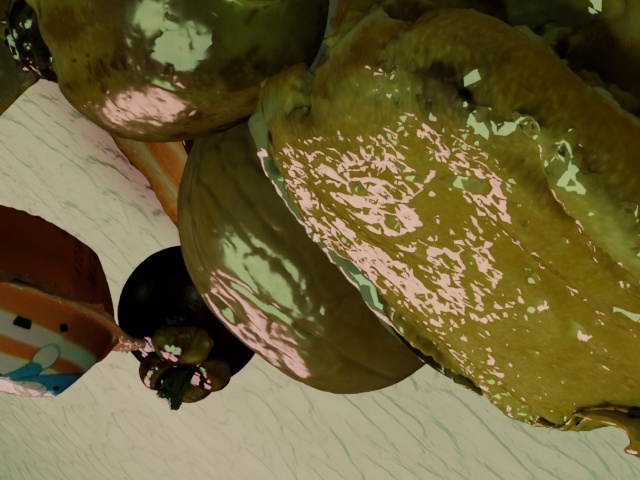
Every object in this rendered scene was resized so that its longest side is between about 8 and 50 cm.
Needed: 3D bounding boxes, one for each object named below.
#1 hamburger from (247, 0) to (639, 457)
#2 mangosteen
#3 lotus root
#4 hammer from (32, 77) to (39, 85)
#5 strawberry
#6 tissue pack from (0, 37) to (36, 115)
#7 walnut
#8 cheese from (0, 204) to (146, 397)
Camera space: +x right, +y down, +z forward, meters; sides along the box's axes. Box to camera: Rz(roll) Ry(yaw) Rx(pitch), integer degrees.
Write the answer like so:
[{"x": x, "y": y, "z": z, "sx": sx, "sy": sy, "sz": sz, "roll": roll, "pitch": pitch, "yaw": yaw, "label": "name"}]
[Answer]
[{"x": 0.113, "y": -0.024, "z": 0.864, "sx": 0.318, "sy": 0.158, "sz": 0.318, "roll": 35, "pitch": 154, "yaw": 19, "label": "hamburger"}, {"x": -0.107, "y": 0.075, "z": 1.408, "sx": 0.140, "sy": 0.140, "sz": 0.140, "roll": 35, "pitch": 155, "yaw": 19, "label": "mangosteen"}, {"x": -0.082, "y": -0.142, "z": 0.997, "sx": 0.314, "sy": 0.141, "sz": 0.169, "roll": 1, "pitch": 112, "yaw": 57, "label": "lotus root"}, {"x": -0.215, "y": -0.139, "z": 1.382, "sx": 0.110, "sy": 0.019, "sz": 0.035, "roll": 9, "pitch": 139, "yaw": 49, "label": "hammer"}, {"x": -0.096, "y": -0.071, "z": 1.228, "sx": 0.187, "sy": 0.082, "sz": 0.146, "roll": 50, "pitch": 151, "yaw": 2, "label": "strawberry"}, {"x": -0.391, "y": -0.195, "z": 1.308, "sx": 0.382, "sy": 0.228, "sz": 0.293, "roll": 0, "pitch": 131, "yaw": 57, "label": "tissue pack"}, {"x": 0.000, "y": 0.000, "z": 1.087, "sx": 0.207, "sy": 0.167, "sz": 0.167, "roll": 46, "pitch": 157, "yaw": -10, "label": "walnut"}, {"x": -0.289, "y": 0.029, "z": 1.310, "sx": 0.329, "sy": 0.129, "sz": 0.217, "roll": 22, "pitch": 165, "yaw": -23, "label": "cheese"}]
